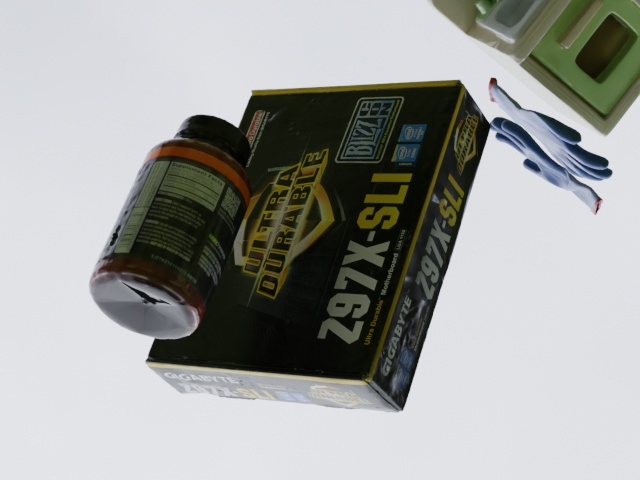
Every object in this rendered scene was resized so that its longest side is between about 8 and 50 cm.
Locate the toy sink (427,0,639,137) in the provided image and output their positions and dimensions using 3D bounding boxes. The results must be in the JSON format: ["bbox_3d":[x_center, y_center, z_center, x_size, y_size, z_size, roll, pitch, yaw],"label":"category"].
[{"bbox_3d":[0.263,-0.249,1.676,0.234,0.153,0.131,36,-175,-28],"label":"toy sink"}]

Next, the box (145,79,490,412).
[{"bbox_3d":[0.000,0.000,1.448,0.257,0.079,0.322,3,-119,33],"label":"box"}]

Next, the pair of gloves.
[{"bbox_3d":[0.240,-0.098,1.589,0.159,0.198,0.023,41,-96,17],"label":"pair of gloves"}]

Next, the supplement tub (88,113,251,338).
[{"bbox_3d":[-0.125,-0.017,1.340,0.106,0.106,0.198,24,-124,-5],"label":"supplement tub"}]
